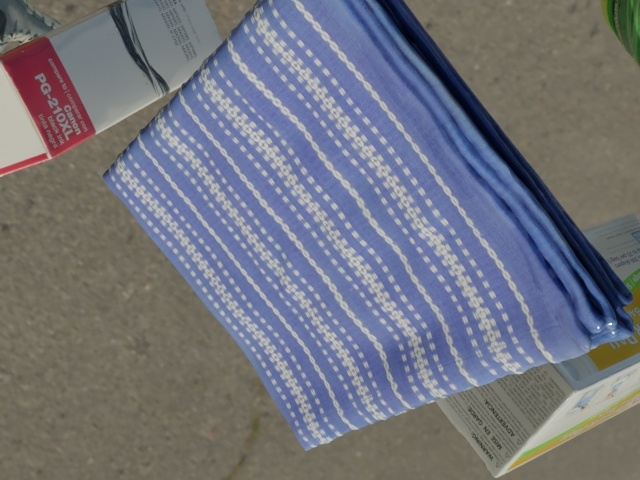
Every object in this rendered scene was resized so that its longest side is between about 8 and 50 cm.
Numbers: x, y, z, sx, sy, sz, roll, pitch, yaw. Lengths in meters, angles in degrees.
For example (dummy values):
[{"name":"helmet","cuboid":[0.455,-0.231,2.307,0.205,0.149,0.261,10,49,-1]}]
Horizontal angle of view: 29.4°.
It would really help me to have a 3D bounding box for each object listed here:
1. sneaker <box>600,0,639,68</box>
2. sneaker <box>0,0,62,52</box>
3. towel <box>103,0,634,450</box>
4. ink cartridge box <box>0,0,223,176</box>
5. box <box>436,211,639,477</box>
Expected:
[{"name":"sneaker","cuboid":[0.292,-0.218,0.817,0.109,0.124,0.295,3,144,-15]},{"name":"sneaker","cuboid":[-0.527,-0.348,2.110,0.228,0.086,0.132,43,48,-37]},{"name":"towel","cuboid":[0.000,0.000,0.698,0.040,0.243,0.336,-40,-176,-33]},{"name":"ink cartridge box","cuboid":[-0.229,-0.153,1.151,0.237,0.172,0.100,-37,108,-40]},{"name":"box","cuboid":[0.179,0.068,0.872,0.203,0.114,0.103,-16,149,-43]}]
